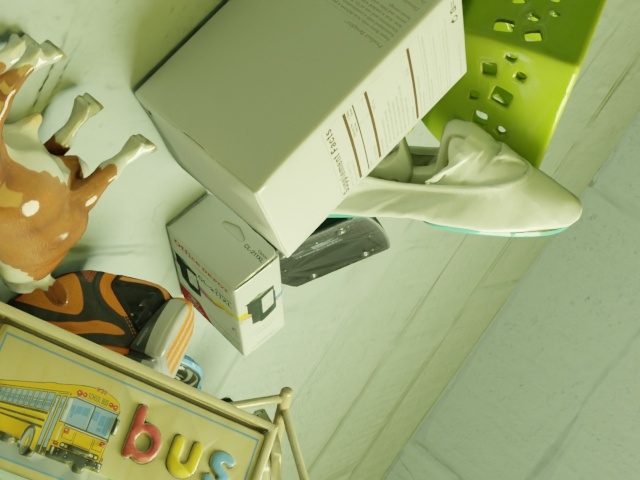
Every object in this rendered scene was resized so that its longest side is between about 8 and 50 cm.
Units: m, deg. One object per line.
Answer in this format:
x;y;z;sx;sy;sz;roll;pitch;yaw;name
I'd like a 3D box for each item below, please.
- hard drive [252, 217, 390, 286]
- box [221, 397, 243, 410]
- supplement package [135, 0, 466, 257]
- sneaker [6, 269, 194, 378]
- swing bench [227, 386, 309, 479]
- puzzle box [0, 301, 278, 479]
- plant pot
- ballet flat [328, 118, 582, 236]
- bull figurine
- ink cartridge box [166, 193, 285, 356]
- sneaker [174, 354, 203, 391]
0.000;0.000;1.477;0.172;0.054;0.255;-23;166;7;hard drive
-0.200;0.356;1.723;0.147;0.077;0.180;-15;138;-55;box
-0.011;-0.164;1.121;0.293;0.177;0.175;-46;158;-10;supplement package
-0.274;0.170;1.118;0.124;0.180;0.321;96;17;-56;sneaker
-0.167;0.346;1.522;0.253;0.165;0.254;-5;150;-22;swing bench
-0.249;0.219;0.968;0.052;0.409;0.272;-13;-126;56;puzzle box
0.224;-0.233;1.372;0.228;0.207;0.227;104;12;-49;plant pot
0.113;-0.086;1.280;0.139;0.401;0.139;5;90;-84;ballet flat
-0.254;-0.055;0.934;0.188;0.101;0.310;-52;161;-6;bull figurine
-0.114;0.044;1.325;0.072;0.127;0.175;-39;155;-20;ink cartridge box
-0.205;0.198;1.474;0.078;0.067;0.188;-47;162;-25;sneaker
